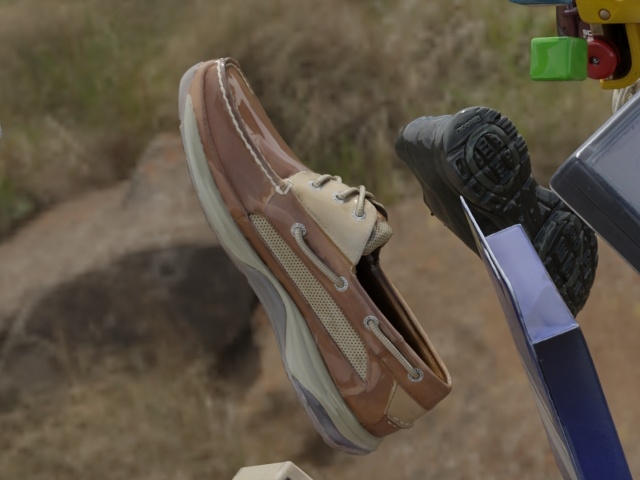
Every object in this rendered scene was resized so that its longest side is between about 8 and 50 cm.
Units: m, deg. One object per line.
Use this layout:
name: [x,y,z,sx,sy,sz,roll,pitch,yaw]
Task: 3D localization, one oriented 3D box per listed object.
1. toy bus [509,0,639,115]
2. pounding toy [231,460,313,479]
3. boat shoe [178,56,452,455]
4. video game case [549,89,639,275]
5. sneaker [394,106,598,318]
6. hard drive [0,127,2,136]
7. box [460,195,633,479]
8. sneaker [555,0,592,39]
toy bus: [0.215,-0.174,1.190,0.104,0.191,0.202,2,-12,34]
pounding toy: [0.003,0.207,1.295,0.100,0.130,0.141,-52,10,-19]
boat shoe: [0.000,0.000,1.456,0.116,0.324,0.123,-26,4,17]
video game case: [0.236,0.020,0.682,0.274,0.026,0.196,44,54,7]
sneaker: [0.179,-0.028,1.925,0.130,0.286,0.109,9,51,52]
hard drive: [-0.293,-0.181,0.997,0.203,0.307,0.040,0,32,9]
box: [0.148,0.085,1.186,0.036,0.225,0.136,-23,29,2]
sneaker: [0.230,-0.212,1.505,0.106,0.162,0.281,2,10,10]
